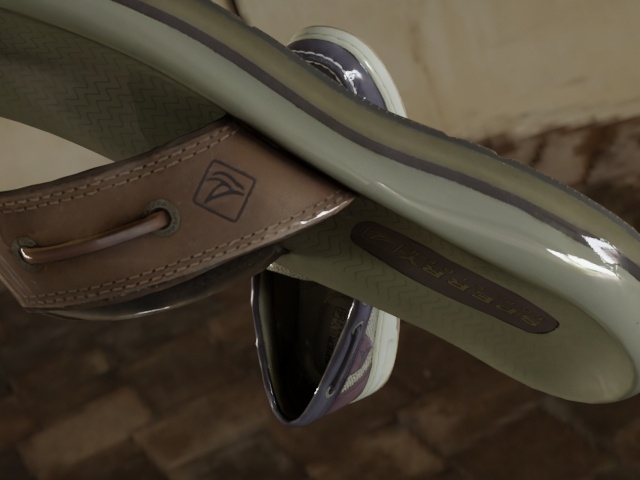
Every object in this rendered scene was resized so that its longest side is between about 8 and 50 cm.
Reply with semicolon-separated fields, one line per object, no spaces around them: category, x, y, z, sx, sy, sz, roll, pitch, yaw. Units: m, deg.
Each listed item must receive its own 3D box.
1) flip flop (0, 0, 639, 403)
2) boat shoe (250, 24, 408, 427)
flip flop;-0.037;-0.007;0.498;0.080;0.277;0.112;-67;10;-15
boat shoe;0.000;0.000;1.249;0.102;0.285;0.092;16;34;24
